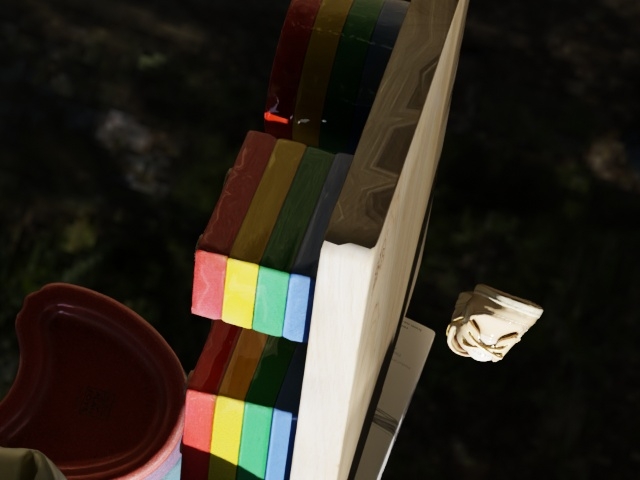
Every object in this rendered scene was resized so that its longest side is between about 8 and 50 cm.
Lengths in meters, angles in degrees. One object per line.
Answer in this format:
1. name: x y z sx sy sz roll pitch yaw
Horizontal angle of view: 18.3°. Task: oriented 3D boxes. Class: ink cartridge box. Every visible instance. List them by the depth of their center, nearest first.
1. ink cartridge box: 0.008 0.176 1.620 0.092 0.218 0.158 23 134 5

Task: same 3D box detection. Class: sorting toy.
1. sorting toy: 0.000 0.000 1.038 0.089 0.255 0.257 14 135 7

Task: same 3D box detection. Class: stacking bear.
1. stacking bear: -0.181 0.169 1.742 0.164 0.175 0.289 16 164 6

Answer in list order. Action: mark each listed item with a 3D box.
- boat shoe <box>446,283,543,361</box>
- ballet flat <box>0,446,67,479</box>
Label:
1. boat shoe: 0.145 0.075 1.692 0.063 0.059 0.170 22 172 -3
2. ballet flat: -0.210 0.187 1.288 0.095 0.096 0.280 4 -175 17
